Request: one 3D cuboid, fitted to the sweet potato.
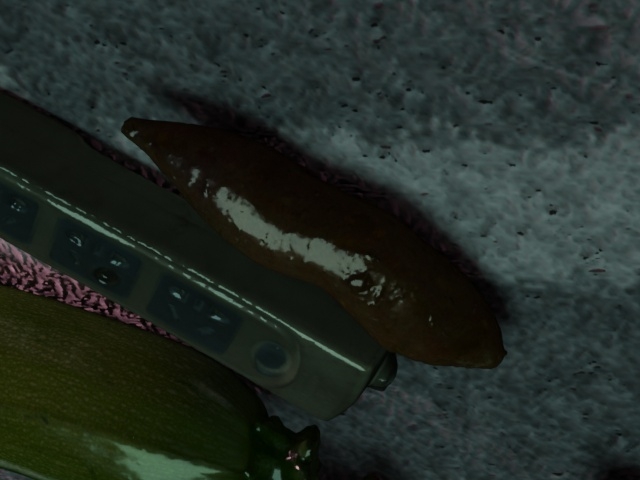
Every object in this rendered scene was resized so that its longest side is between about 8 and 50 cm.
[{"bbox_3d":[0.002,-0.001,0.905,0.218,0.051,0.065,34,148,-11],"label":"sweet potato"}]

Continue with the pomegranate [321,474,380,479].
[{"bbox_3d":[0.003,0.280,1.175,0.231,0.231,0.286,-13,101,44],"label":"pomegranate"}]

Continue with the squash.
[{"bbox_3d":[-0.182,0.081,1.092,0.395,0.107,0.107,12,144,19],"label":"squash"}]

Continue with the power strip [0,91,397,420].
[{"bbox_3d":[-0.087,0.004,0.982,0.286,0.048,0.080,30,146,-2],"label":"power strip"}]
